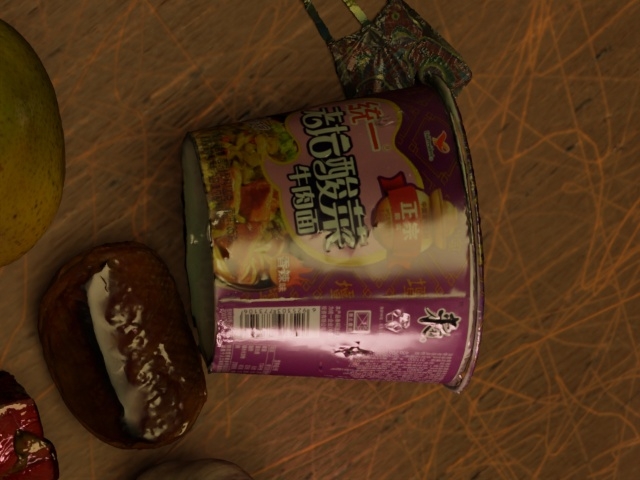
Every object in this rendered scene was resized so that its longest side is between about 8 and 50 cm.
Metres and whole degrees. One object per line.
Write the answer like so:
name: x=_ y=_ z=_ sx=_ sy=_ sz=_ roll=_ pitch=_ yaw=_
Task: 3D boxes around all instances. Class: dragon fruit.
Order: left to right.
dragon fruit: x=-0.339 y=0.219 z=1.930 sx=0.127 sy=0.120 sz=0.161 roll=-20 pitch=108 yaw=-12

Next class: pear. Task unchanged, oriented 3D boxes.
pear: x=-0.377 y=-0.097 z=1.794 sx=0.294 sy=0.294 sz=0.294 roll=-3 pitch=98 yaw=-21

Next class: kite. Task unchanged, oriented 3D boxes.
kite: x=0.049 y=-0.242 z=2.077 sx=0.152 sy=0.015 sz=0.285 roll=-38 pitch=111 yaw=-15

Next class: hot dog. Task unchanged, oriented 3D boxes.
hot dog: x=-0.205 y=0.107 z=1.975 sx=0.160 sy=0.099 sz=0.227 roll=-18 pitch=108 yaw=-19

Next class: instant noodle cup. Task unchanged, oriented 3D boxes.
instant noodle cup: x=0.000 y=0.000 z=1.944 sx=0.266 sy=0.340 sz=0.340 roll=-5 pitch=98 yaw=-9

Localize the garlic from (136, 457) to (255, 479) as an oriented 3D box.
garlic: x=-0.089 y=0.347 z=2.011 sx=0.253 sy=0.245 sz=0.245 roll=0 pitch=98 yaw=-53
